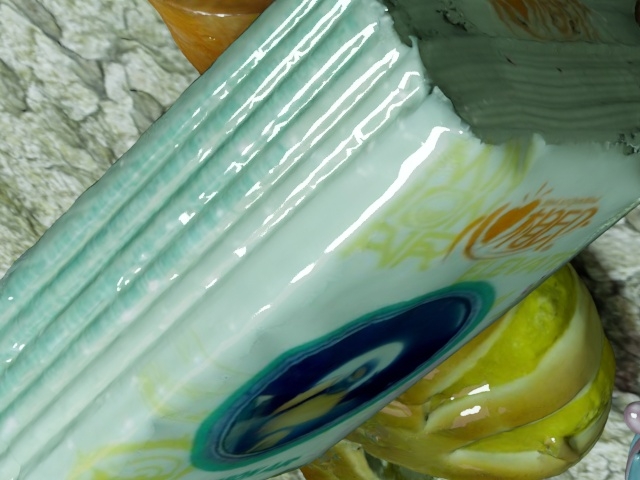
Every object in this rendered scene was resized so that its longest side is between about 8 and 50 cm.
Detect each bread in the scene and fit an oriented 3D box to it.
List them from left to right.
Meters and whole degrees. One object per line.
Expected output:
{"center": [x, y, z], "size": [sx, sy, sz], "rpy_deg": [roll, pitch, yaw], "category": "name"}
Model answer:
{"center": [0.039, 0.078, 1.421], "size": [0.333, 0.160, 0.333], "rpy_deg": [18, 142, 15], "category": "bread"}

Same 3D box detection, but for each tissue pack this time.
{"center": [0.000, 0.000, 1.130], "size": [0.388, 0.287, 0.162], "rpy_deg": [-42, 70, 31], "category": "tissue pack"}

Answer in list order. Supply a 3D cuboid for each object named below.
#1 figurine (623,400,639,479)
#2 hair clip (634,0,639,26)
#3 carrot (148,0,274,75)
{"center": [0.338, 0.206, 1.415], "size": [0.260, 0.103, 0.205], "rpy_deg": [10, 117, 18], "category": "figurine"}
{"center": [0.259, -0.173, 0.986], "size": [0.173, 0.069, 0.300], "rpy_deg": [44, 155, -7], "category": "hair clip"}
{"center": [-0.021, -0.139, 1.216], "size": [0.159, 0.159, 0.225], "rpy_deg": [13, 154, 21], "category": "carrot"}
